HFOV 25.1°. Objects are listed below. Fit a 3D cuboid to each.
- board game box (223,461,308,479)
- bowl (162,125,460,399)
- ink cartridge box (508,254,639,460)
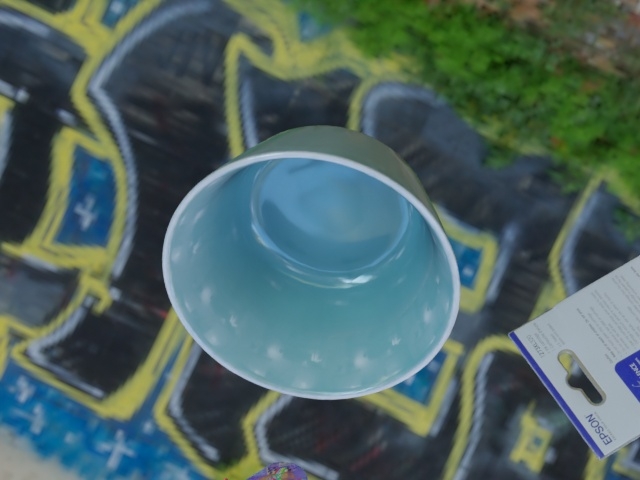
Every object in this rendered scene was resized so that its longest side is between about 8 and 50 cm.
[{"bbox_3d":[-0.096,0.312,1.724,0.033,0.168,0.133,60,175,-21],"label":"board game box"},{"bbox_3d":[0.000,0.000,1.543,0.311,0.311,0.163,25,-145,-7],"label":"bowl"},{"bbox_3d":[0.398,0.079,1.493,0.176,0.371,0.069,56,171,34],"label":"ink cartridge box"}]
